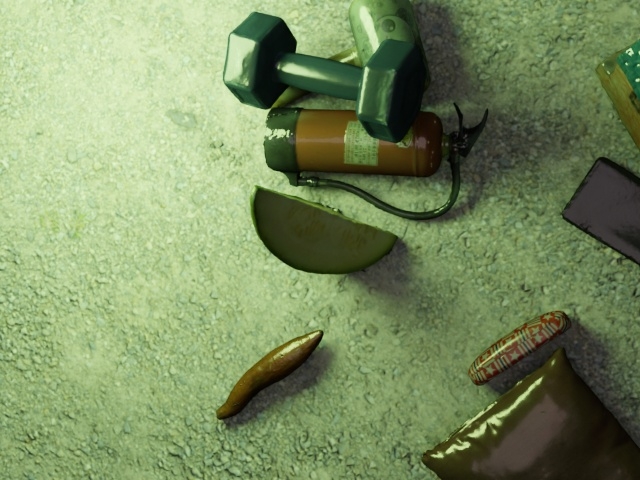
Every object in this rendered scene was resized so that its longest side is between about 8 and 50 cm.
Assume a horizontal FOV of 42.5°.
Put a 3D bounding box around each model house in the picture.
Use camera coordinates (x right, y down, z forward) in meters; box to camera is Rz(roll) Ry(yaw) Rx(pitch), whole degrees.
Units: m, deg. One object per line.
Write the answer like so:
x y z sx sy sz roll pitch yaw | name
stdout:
0.560 -0.215 1.197 0.194 0.325 0.267 -28 81 12 | model house

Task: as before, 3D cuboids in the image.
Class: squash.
0.000 0.000 1.343 0.203 0.288 0.111 23 94 11 | squash

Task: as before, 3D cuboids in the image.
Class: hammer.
0.030 -0.304 1.436 0.305 0.113 0.202 -17 85 20 | hammer

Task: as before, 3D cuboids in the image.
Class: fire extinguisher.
0.099 -0.145 1.429 0.376 0.113 0.200 2 134 13 | fire extinguisher

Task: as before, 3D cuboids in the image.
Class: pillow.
0.379 0.385 1.363 0.308 0.108 0.305 -41 85 9 | pillow

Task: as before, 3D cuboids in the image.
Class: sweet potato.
-0.096 0.239 1.488 0.264 0.057 0.057 -37 84 14 | sweet potato

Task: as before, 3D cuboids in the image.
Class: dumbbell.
0.005 -0.265 1.319 0.316 0.143 0.156 17 110 21 | dumbbell

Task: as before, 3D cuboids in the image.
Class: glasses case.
0.331 0.177 1.387 0.194 0.073 0.049 -36 76 10 | glasses case

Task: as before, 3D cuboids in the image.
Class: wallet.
0.536 -0.027 1.365 0.244 0.025 0.124 33 96 12 | wallet
